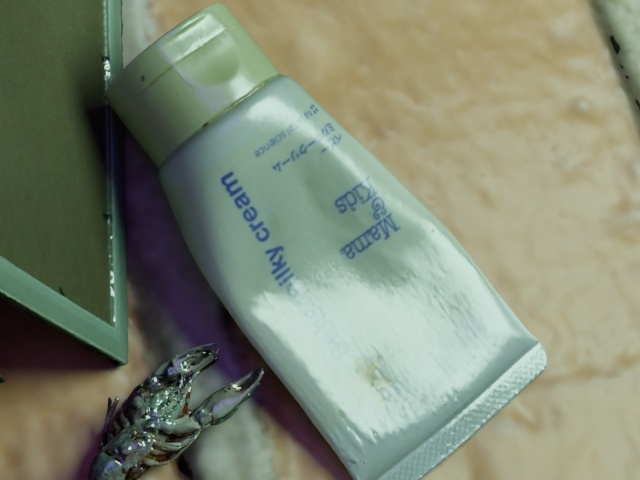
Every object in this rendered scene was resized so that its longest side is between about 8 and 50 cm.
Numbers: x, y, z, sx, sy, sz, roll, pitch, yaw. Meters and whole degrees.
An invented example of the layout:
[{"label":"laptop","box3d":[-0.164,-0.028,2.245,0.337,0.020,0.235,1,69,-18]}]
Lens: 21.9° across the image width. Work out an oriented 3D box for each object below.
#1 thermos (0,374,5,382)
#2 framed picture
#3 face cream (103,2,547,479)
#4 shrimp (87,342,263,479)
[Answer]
[{"label":"thermos","box3d":[-0.212,-0.040,0.669,0.176,0.146,0.265,4,70,-53]},{"label":"framed picture","box3d":[-0.132,-0.101,0.689,0.017,0.217,0.274,-10,67,16]},{"label":"face cream","box3d":[0.000,0.000,0.747,0.114,0.070,0.224,-38,89,-21]},{"label":"shrimp","box3d":[-0.069,0.074,0.719,0.092,0.029,0.038,-32,69,-26]}]
